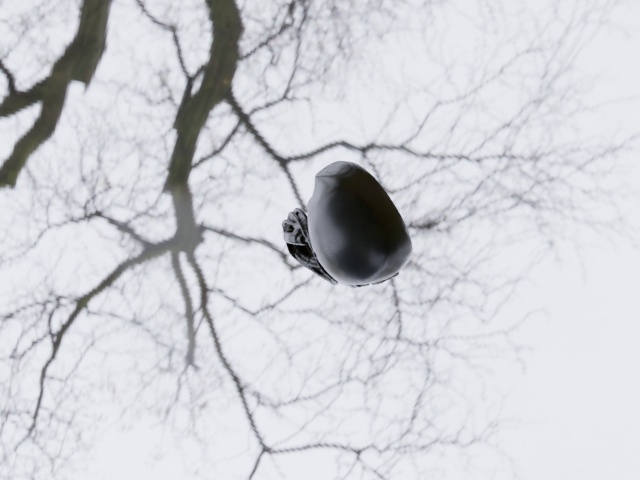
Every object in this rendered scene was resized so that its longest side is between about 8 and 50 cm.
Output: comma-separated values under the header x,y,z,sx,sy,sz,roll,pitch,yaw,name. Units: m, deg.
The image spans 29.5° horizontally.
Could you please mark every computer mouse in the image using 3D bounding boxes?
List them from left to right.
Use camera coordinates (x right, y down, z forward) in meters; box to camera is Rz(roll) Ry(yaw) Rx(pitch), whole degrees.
x,y,z,sx,sy,sz,roll,pitch,yaw,name
0.000,0.000,0.727,0.041,0.242,0.071,-31,-89,-12,computer mouse
